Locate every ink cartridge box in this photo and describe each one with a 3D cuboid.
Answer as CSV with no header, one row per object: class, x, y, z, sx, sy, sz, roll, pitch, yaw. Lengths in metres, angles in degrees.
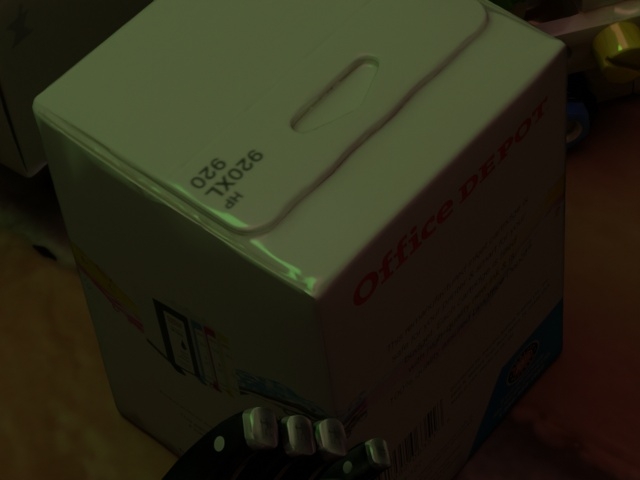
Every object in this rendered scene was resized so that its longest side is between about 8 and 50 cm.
ink cartridge box,0.000,0.000,0.891,0.168,0.233,0.171,31,60,27

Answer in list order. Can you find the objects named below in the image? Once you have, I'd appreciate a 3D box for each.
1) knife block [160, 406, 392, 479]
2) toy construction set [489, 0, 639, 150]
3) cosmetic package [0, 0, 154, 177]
knife block,-0.082,0.181,0.751,0.275,0.242,0.088,-21,51,-10
toy construction set,0.156,-0.145,1.001,0.327,0.215,0.151,-4,52,3
cosmetic package,-0.231,-0.177,1.054,0.296,0.129,0.153,29,58,26
